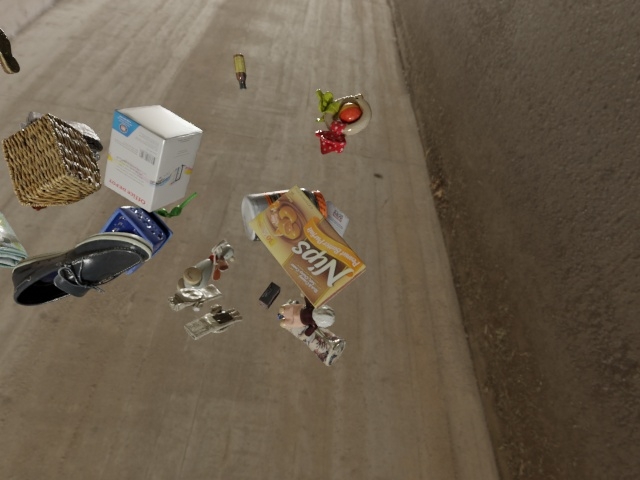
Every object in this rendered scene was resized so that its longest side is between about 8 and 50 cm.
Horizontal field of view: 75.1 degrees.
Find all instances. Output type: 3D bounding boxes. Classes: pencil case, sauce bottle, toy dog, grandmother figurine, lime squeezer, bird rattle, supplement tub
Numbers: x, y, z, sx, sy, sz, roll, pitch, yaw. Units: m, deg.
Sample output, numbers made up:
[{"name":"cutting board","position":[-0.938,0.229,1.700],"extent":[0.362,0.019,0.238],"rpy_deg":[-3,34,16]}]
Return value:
[{"name":"pencil case","position":[-0.045,0.491,2.233],"extent":[0.160,0.411,0.183],"rpy_deg":[-44,-32,-17]},{"name":"sauce bottle","position":[-0.301,-0.632,1.570],"extent":[0.042,0.042,0.127],"rpy_deg":[-120,24,-82]},{"name":"toy dog","position":[-0.525,0.160,2.011],"extent":[0.334,0.161,0.220],"rpy_deg":[-42,-1,-18]},{"name":"grandmother figurine","position":[-0.058,0.320,1.795],"extent":[0.343,0.104,0.207],"rpy_deg":[-10,89,54]},{"name":"lime squeezer","position":[-0.776,-0.165,2.111],"extent":[0.059,0.311,0.109],"rpy_deg":[112,142,-77]},{"name":"bird rattle","position":[0.072,-0.420,1.426],"extent":[0.143,0.207,0.253],"rpy_deg":[63,-168,-49]},{"name":"supplement tub","position":[-0.158,-0.120,1.822],"extent":[0.207,0.339,0.206],"rpy_deg":[39,135,56]}]

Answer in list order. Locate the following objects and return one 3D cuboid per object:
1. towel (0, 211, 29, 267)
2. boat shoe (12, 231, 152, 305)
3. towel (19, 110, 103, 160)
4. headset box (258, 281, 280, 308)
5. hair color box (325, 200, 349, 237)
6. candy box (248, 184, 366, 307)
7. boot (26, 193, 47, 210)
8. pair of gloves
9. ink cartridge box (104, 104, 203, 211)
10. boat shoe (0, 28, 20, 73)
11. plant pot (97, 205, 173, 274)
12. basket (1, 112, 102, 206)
[{"name":"towel","position":[-1.355,-0.055,1.616],"extent":[0.090,0.320,0.374],"rpy_deg":[-41,-21,-1]},{"name":"boat shoe","position":[-0.789,0.104,1.379],"extent":[0.186,0.502,0.155],"rpy_deg":[66,-168,-53]},{"name":"towel","position":[-1.100,-0.450,1.778],"extent":[0.235,0.284,0.121],"rpy_deg":[41,110,43]},{"name":"headset box","position":[-0.140,0.152,1.152],"extent":[0.062,0.032,0.083],"rpy_deg":[-54,-6,-17]},{"name":"hair color box","position":[0.000,0.000,2.153],"extent":[0.114,0.185,0.373],"rpy_deg":[1,61,45]},{"name":"candy box","position":[-0.037,0.018,1.203],"extent":[0.183,0.316,0.087],"rpy_deg":[-39,-10,-2]},{"name":"boot","position":[-1.249,-0.165,1.825],"extent":[0.158,0.059,0.084],"rpy_deg":[-73,-3,-76]},{"name":"pair of gloves","position":[-0.419,0.242,1.503],"extent":[0.240,0.204,0.042],"rpy_deg":[41,125,35]},{"name":"ink cartridge box","position":[-0.478,-0.236,1.192],"extent":[0.232,0.171,0.168],"rpy_deg":[-63,-9,30]},{"name":"boat shoe","position":[-1.274,-0.756,1.662],"extent":[0.064,0.060,0.177],"rpy_deg":[-53,-45,-60]},{"name":"plant pot","position":[-0.856,-0.021,1.956],"extent":[0.236,0.236,0.212],"rpy_deg":[-42,3,23]},{"name":"basket","position":[-1.002,-0.279,1.576],"extent":[0.298,0.223,0.213],"rpy_deg":[63,-174,13]}]
